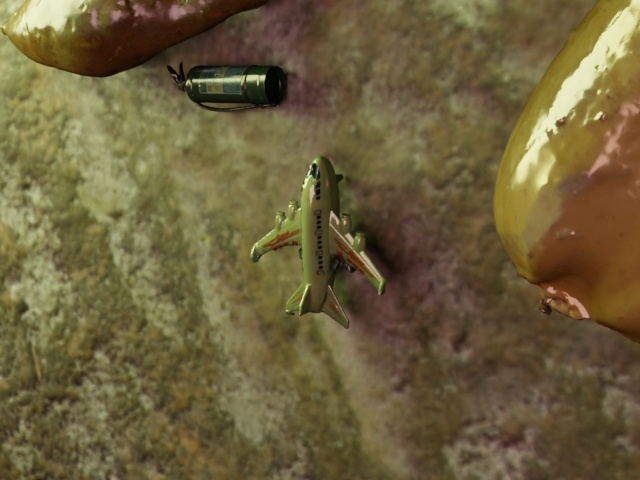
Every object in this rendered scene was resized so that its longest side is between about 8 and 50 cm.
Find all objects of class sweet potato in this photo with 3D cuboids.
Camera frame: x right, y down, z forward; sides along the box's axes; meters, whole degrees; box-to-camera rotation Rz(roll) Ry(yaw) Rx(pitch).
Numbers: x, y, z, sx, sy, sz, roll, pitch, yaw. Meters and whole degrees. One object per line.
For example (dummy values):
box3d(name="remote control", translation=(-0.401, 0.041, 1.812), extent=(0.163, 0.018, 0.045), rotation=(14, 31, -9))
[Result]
box3d(name="sweet potato", translation=(-0.119, -0.149, 0.961), extent=(0.269, 0.075, 0.075), rotation=(-9, 96, 31))

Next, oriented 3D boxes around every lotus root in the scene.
box3d(name="lotus root", translation=(0.220, -0.089, 0.708), extent=(0.169, 0.151, 0.343), rotation=(39, 116, 3))

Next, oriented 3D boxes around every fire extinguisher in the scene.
box3d(name="fire extinguisher", translation=(-0.062, -0.099, 0.964), extent=(0.083, 0.025, 0.038), rotation=(6, 127, 32))

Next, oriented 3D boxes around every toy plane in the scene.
box3d(name="toy plane", translation=(0.000, 0.000, 0.936), extent=(0.102, 0.040, 0.111), rotation=(13, 107, 29))
